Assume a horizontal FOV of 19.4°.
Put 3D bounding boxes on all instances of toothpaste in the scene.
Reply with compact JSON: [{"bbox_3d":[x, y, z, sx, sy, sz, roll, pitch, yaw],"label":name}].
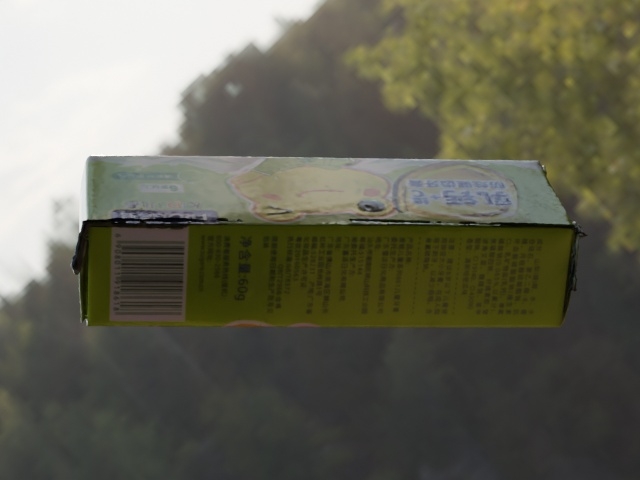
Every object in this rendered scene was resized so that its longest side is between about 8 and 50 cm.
[{"bbox_3d":[0.000,0.000,1.233,0.110,0.327,0.077,-107,19,-64],"label":"toothpaste"}]
